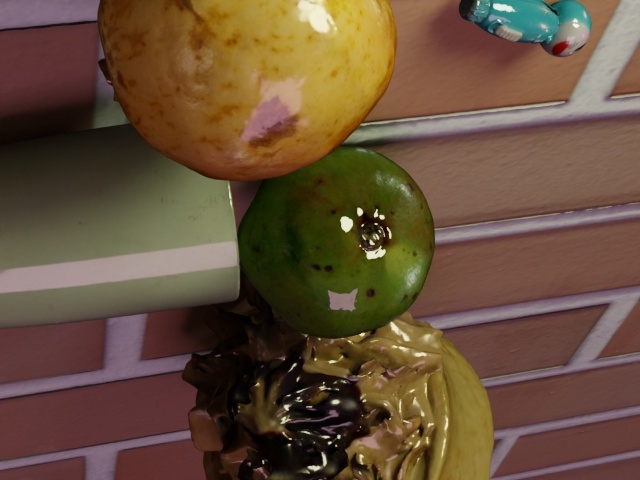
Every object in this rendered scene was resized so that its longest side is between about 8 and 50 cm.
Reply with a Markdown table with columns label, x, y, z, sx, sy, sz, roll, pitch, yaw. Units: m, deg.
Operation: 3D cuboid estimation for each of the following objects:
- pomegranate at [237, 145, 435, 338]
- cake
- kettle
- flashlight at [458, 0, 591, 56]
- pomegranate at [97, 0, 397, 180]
| label | x | y | z | sx | sy | sz | roll | pitch | yaw |
| --- | --- | --- | --- | --- | --- | --- | --- | --- | --- |
| pomegranate | 0.002 | 0.001 | 1.335 | 0.187 | 0.187 | 0.225 | 0 | 178 | -28 |
| cake | -0.013 | 0.196 | 1.512 | 0.332 | 0.332 | 0.321 | -29 | 148 | 23 |
| kettle | -0.208 | -0.008 | 1.221 | 0.255 | 0.165 | 0.240 | -10 | 180 | -10 |
| flashlight | 0.173 | -0.188 | 1.197 | 0.129 | 0.051 | 0.051 | 9 | 144 | -30 |
| pomegranate | -0.056 | -0.138 | 0.985 | 0.215 | 0.215 | 0.215 | -12 | 152 | -7 |
